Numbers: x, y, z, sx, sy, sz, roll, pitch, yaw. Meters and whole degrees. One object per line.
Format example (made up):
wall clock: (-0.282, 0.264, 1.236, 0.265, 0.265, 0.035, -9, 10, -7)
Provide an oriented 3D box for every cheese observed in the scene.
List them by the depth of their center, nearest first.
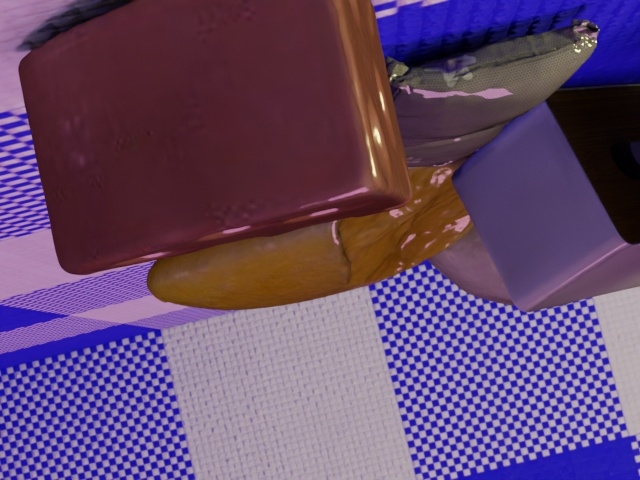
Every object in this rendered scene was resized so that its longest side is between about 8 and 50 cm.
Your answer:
cheese: (-0.057, -0.061, 0.696, 0.177, 0.128, 0.203, -13, 179, 7)

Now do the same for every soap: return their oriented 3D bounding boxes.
soap: (0.001, 0.003, 1.516, 0.306, 0.115, 0.427, -14, 176, -41)

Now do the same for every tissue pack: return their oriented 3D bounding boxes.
tissue pack: (0.268, -0.042, 1.318, 0.246, 0.159, 0.136, -9, 157, -45)

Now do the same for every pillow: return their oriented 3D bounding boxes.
pillow: (0.090, -0.095, 1.030, 0.169, 0.059, 0.255, -10, 175, -13)

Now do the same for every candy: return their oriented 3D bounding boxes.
candy: (0.258, -0.011, 1.680, 0.295, 0.185, 0.295, -19, 176, -1)
